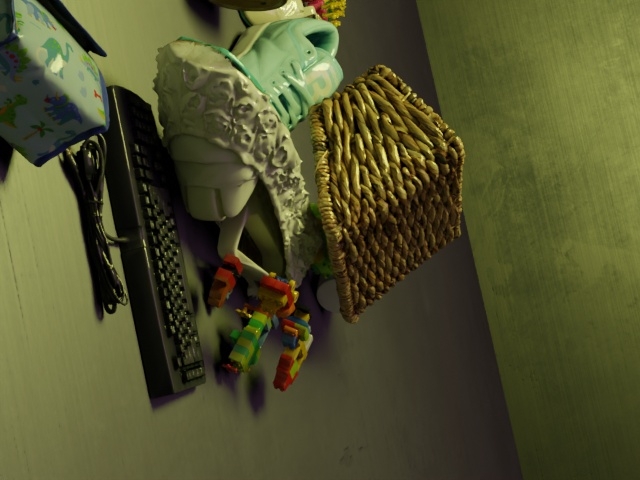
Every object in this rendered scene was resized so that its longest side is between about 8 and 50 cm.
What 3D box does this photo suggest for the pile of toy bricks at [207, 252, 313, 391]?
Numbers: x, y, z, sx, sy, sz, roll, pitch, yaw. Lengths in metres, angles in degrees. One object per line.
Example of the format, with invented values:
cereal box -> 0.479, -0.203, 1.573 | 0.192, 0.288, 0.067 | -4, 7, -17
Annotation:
pile of toy bricks -> -0.079, 0.111, 1.155 | 0.212, 0.118, 0.105 | 79, 34, -64

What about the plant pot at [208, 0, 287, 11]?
plant pot -> -0.096, -0.451, 1.337 | 0.237, 0.237, 0.254 | 21, 73, -70

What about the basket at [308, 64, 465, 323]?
basket -> 0.047, -0.067, 1.350 | 0.213, 0.223, 0.299 | 48, -10, 22

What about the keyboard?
keyboard -> -0.180, -0.002, 0.995 | 0.201, 0.033, 0.317 | 0, 77, -73

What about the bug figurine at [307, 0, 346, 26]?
bug figurine -> -0.007, -0.512, 1.883 | 0.279, 0.072, 0.216 | -78, 157, -65

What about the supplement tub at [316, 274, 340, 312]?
supplement tub -> 0.033, 0.058, 1.578 | 0.107, 0.071, 0.071 | -78, 150, -54

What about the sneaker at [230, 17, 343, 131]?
sneaker -> -0.052, -0.212, 1.355 | 0.366, 0.150, 0.135 | -78, 149, -47

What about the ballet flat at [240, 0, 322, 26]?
ballet flat -> -0.054, -0.366, 1.597 | 0.248, 0.086, 0.086 | -1, 79, -73

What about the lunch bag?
lunch bag -> -0.243, -0.161, 0.813 | 0.129, 0.096, 0.151 | 52, 15, -50

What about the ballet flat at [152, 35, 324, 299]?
ballet flat -> -0.088, -0.051, 1.138 | 0.409, 0.147, 0.147 | 62, 21, -54

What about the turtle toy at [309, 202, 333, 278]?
turtle toy -> 0.000, 0.000, 1.516 | 0.095, 0.066, 0.130 | 19, 56, -41
